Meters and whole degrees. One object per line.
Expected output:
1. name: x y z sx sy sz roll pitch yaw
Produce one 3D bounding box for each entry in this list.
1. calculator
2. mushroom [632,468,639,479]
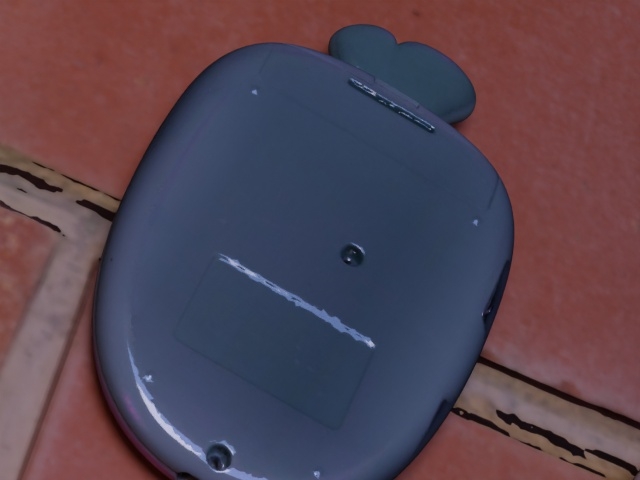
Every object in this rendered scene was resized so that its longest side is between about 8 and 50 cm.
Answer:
1. calculator: 0.000 0.000 0.940 0.185 0.041 0.299 31 52 -5
2. mushroom: 0.229 0.178 0.867 0.173 0.236 0.162 -7 104 -11
